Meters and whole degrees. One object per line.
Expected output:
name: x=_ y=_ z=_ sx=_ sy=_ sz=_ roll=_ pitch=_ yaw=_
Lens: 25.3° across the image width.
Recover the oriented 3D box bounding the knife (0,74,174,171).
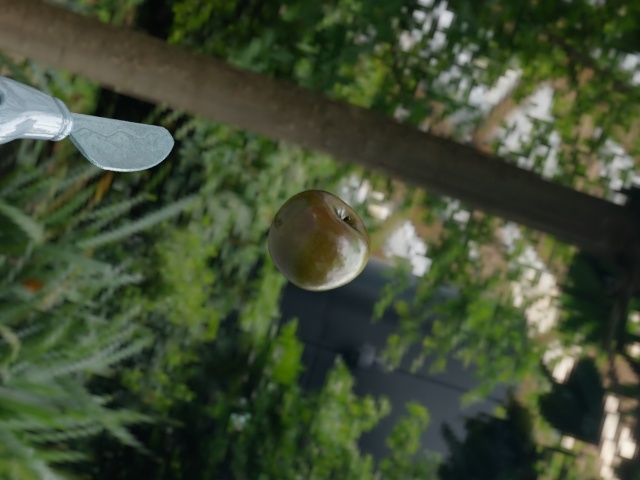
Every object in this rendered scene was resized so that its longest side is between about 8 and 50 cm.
knife: x=-0.231 y=-0.103 z=1.381 sx=0.044 sy=0.080 sz=0.331 roll=-40 pitch=156 yaw=22

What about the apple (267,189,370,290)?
apple: x=0.000 y=0.000 z=1.223 sx=0.074 sy=0.089 sz=0.090 roll=-50 pitch=-162 yaw=33
